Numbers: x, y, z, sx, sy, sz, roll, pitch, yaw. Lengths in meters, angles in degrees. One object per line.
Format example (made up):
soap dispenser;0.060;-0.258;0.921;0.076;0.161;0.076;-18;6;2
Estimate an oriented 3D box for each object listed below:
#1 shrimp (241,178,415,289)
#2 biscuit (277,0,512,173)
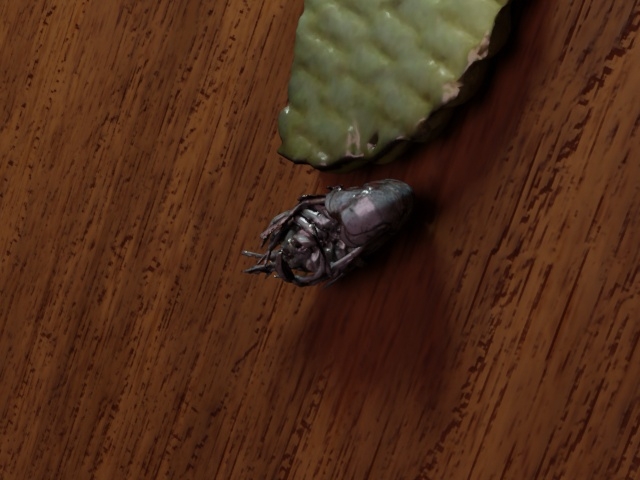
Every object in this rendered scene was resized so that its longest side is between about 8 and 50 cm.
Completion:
shrimp;0.000;0.000;1.203;0.165;0.065;0.056;-31;84;42
biscuit;0.058;-0.169;1.187;0.187;0.036;0.273;16;95;49
